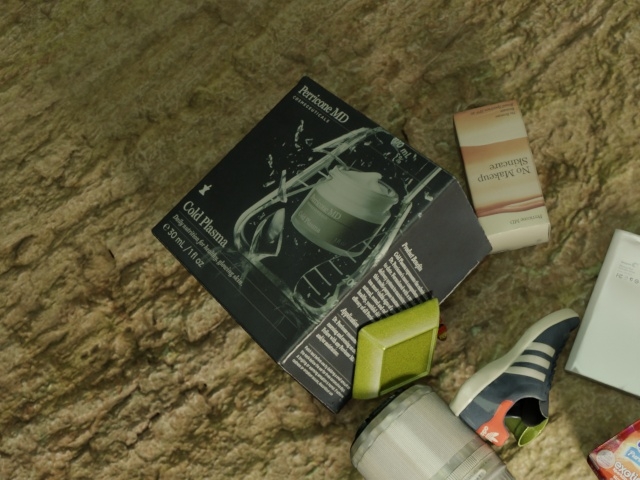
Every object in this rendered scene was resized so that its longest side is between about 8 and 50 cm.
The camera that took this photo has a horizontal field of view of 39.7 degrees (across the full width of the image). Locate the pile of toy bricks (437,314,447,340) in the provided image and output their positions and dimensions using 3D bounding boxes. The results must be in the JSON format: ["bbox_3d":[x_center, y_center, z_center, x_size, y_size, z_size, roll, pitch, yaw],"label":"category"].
[{"bbox_3d":[0.185,0.243,1.862,0.212,0.118,0.105,-33,106,-10],"label":"pile of toy bricks"}]

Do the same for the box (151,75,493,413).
[{"bbox_3d":[0.000,0.000,1.817,0.472,0.297,0.480,-45,52,-6],"label":"box"}]

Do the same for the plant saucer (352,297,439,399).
[{"bbox_3d":[0.156,0.222,1.715,0.188,0.188,0.045,-19,42,-27],"label":"plant saucer"}]

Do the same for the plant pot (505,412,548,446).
[{"bbox_3d":[0.399,0.355,1.779,0.083,0.083,0.079,-43,56,-4],"label":"plant pot"}]

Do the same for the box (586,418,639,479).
[{"bbox_3d":[0.573,0.416,1.615,0.122,0.257,0.128,-34,67,3],"label":"box"}]

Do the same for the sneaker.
[{"bbox_3d":[0.415,0.271,1.735,0.350,0.131,0.148,-34,69,-25],"label":"sneaker"}]

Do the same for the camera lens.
[{"bbox_3d":[0.210,0.433,1.714,0.219,0.219,0.274,-45,68,-4],"label":"camera lens"}]

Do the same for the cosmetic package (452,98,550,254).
[{"bbox_3d":[0.388,-0.135,1.914,0.153,0.129,0.296,-13,70,7],"label":"cosmetic package"}]

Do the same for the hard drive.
[{"bbox_3d":[0.651,0.155,1.801,0.210,0.040,0.319,20,77,19],"label":"hard drive"}]
